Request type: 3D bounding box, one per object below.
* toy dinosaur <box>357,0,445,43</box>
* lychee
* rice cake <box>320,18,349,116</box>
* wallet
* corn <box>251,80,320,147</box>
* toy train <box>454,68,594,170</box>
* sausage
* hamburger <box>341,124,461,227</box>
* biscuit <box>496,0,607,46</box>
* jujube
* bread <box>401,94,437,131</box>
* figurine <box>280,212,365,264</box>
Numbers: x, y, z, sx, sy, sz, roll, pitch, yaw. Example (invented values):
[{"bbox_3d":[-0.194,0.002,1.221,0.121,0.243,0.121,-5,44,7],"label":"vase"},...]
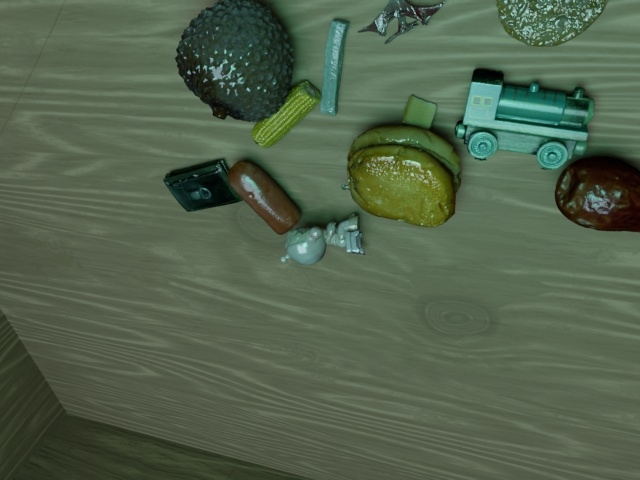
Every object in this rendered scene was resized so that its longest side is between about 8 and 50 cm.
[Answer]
[{"bbox_3d":[0.180,-0.519,1.179,0.220,0.032,0.108,-1,130,35],"label":"toy dinosaur"},{"bbox_3d":[-0.202,-0.432,1.254,0.300,0.300,0.300,11,130,14],"label":"lychee"},{"bbox_3d":[0.033,-0.432,1.300,0.045,0.042,0.245,19,132,14],"label":"rice cake"},{"bbox_3d":[-0.381,-0.171,1.673,0.236,0.055,0.160,-8,130,26],"label":"wallet"},{"bbox_3d":[-0.102,-0.339,1.403,0.081,0.081,0.248,44,131,-14],"label":"corn"},{"bbox_3d":[0.472,-0.282,1.192,0.298,0.120,0.194,12,125,14],"label":"toy train"},{"bbox_3d":[-0.175,-0.138,1.574,0.113,0.113,0.259,-29,113,36],"label":"sausage"},{"bbox_3d":[0.206,-0.162,1.333,0.314,0.170,0.290,13,146,16],"label":"hamburger"},{"bbox_3d":[0.480,-0.510,1.061,0.220,0.033,0.220,10,129,13],"label":"biscuit"},{"bbox_3d":[0.687,-0.099,1.205,0.255,0.190,0.190,20,132,-10],"label":"jujube"},{"bbox_3d":[0.252,-0.304,1.328,0.084,0.080,0.109,19,166,7],"label":"bread"},{"bbox_3d":[0.002,0.009,1.569,0.257,0.182,0.144,-9,105,9],"label":"figurine"}]
